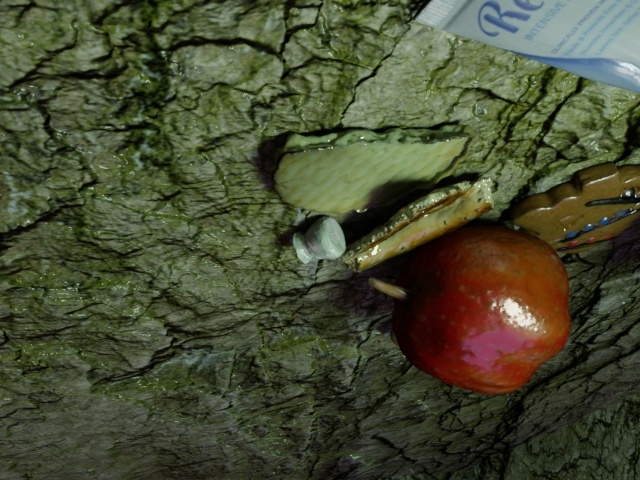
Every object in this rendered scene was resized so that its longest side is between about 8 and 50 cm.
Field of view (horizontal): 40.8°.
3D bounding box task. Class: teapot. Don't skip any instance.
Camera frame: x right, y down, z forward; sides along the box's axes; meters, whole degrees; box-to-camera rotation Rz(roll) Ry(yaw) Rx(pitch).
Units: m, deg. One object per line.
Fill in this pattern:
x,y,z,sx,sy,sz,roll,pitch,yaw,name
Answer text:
0.000,0.000,1.270,0.064,0.064,0.083,-20,-175,25,teapot

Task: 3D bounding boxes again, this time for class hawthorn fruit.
0.225,0.101,1.381,0.330,0.287,0.287,13,145,-20,hawthorn fruit

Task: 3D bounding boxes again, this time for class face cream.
0.337,-0.256,0.917,0.420,0.137,0.235,12,146,-25,face cream

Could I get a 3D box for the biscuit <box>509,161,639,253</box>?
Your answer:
0.461,-0.042,1.450,0.278,0.043,0.301,-19,154,7,biscuit

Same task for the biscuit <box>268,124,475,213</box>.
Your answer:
0.054,-0.090,1.139,0.273,0.036,0.187,-6,152,-21,biscuit

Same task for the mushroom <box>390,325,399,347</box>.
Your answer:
0.219,0.193,1.761,0.084,0.071,0.209,-57,147,8,mushroom

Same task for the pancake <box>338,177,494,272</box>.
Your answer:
0.131,-0.018,1.235,0.266,0.057,0.244,-28,174,8,pancake
